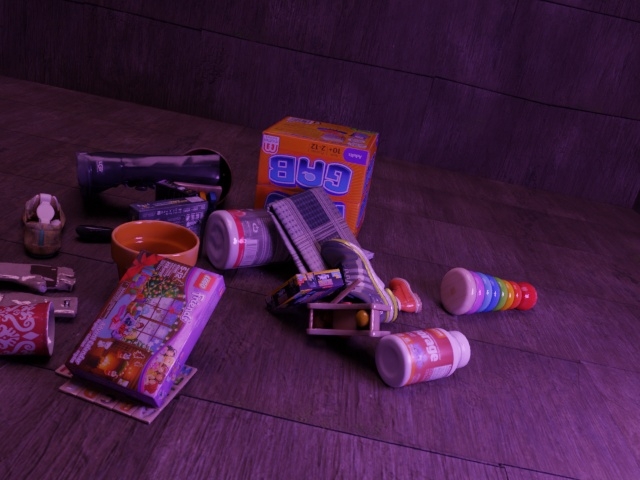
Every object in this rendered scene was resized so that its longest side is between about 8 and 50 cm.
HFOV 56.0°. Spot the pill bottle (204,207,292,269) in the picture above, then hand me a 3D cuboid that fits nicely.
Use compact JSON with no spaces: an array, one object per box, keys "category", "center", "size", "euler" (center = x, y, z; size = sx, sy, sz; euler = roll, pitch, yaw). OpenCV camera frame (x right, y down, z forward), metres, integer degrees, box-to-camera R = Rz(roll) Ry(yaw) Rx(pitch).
[{"category":"pill bottle","center":[-0.175,-0.011,1.833],"size":[0.318,0.176,0.176],"euler":[-5,27,-37]}]

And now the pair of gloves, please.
[{"category":"pair of gloves","center":[-0.685,0.121,1.424],"size":[0.204,0.042,0.240],"euler":[4,25,-27]}]

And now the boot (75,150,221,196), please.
[{"category":"boot","center":[-0.584,-0.229,2.049],"size":[0.445,0.146,0.367],"euler":[-5,5,-20]}]

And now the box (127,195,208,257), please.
[{"category":"box","center":[-0.437,-0.024,1.715],"size":[0.059,0.183,0.232],"euler":[28,28,36]}]

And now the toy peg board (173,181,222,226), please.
[{"category":"toy peg board","center":[-0.415,-0.100,1.974],"size":[0.160,0.161,0.079],"euler":[4,44,-26]}]

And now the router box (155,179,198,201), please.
[{"category":"router box","center":[-0.449,-0.083,1.859],"size":[0.133,0.179,0.046],"euler":[21,25,21]}]

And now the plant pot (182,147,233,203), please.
[{"category":"plant pot","center":[-0.417,-0.237,2.264],"size":[0.215,0.215,0.230],"euler":[12,8,0]}]

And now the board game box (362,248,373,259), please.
[{"category":"board game box","center":[0.121,0.047,2.055],"size":[0.090,0.020,0.090],"euler":[22,24,28]}]

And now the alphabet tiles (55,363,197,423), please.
[{"category":"alphabet tiles","center":[-0.403,0.277,1.232],"size":[0.237,0.009,0.198],"euler":[17,22,10]}]

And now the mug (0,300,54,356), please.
[{"category":"mug","center":[-0.639,0.187,1.232],"size":[0.169,0.113,0.150],"euler":[0,-16,-18]}]

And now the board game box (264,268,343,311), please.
[{"category":"board game box","center":[-0.045,0.132,1.579],"size":[0.141,0.170,0.048],"euler":[-4,69,-36]}]

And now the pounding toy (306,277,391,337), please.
[{"category":"pounding toy","center":[0.052,0.163,1.498],"size":[0.154,0.155,0.269],"euler":[9,-11,-38]}]

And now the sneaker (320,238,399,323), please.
[{"category":"sneaker","center":[0.089,0.115,1.669],"size":[0.121,0.111,0.300],"euler":[-18,57,-39]}]

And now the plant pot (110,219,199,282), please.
[{"category":"plant pot","center":[-0.411,0.075,1.479],"size":[0.205,0.188,0.205],"euler":[10,22,-4]}]

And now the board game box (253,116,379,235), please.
[{"category":"board game box","center":[-0.011,-0.212,2.141],"size":[0.356,0.356,0.356],"euler":[12,21,7]}]

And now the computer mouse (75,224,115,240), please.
[{"category":"computer mouse","center":[-0.611,-0.015,1.814],"size":[0.242,0.041,0.071],"euler":[6,5,-29]}]

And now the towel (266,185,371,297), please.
[{"category":"towel","center":[0.000,0.000,1.831],"size":[0.324,0.056,0.312],"euler":[58,32,3]}]

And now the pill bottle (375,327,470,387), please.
[{"category":"pill bottle","center":[0.247,0.272,1.430],"size":[0.216,0.121,0.121],"euler":[-3,26,-33]}]

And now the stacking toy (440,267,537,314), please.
[{"category":"stacking toy","center":[0.533,0.168,1.858],"size":[0.330,0.141,0.141],"euler":[8,21,-30]}]

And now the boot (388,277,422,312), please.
[{"category":"boot","center":[0.228,0.160,1.788],"size":[0.084,0.059,0.158],"euler":[-2,26,-20]}]

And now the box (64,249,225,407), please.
[{"category":"box","center":[-0.350,0.170,1.235],"size":[0.200,0.057,0.293],"euler":[17,55,11]}]

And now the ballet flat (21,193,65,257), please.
[{"category":"ballet flat","center":[-0.797,-0.071,1.736],"size":[0.123,0.123,0.348],"euler":[1,24,-25]}]
